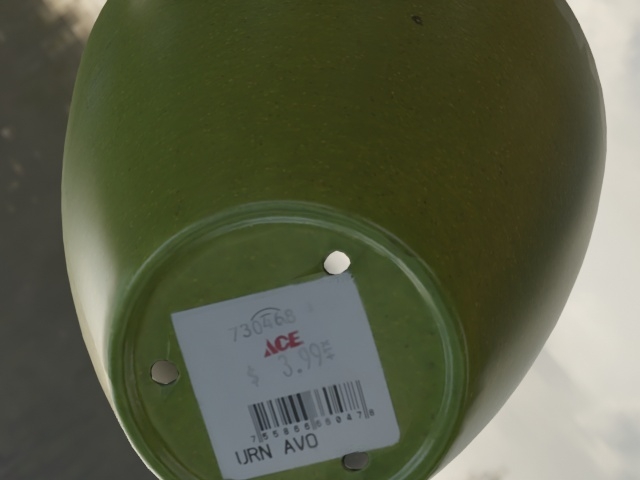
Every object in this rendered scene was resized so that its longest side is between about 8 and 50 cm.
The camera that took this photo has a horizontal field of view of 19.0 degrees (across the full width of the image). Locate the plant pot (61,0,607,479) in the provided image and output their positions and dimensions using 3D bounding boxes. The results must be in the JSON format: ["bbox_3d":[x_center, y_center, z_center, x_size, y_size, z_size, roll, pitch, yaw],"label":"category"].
[{"bbox_3d":[0.000,0.000,0.841,0.275,0.275,0.293,55,-166,-15],"label":"plant pot"}]
